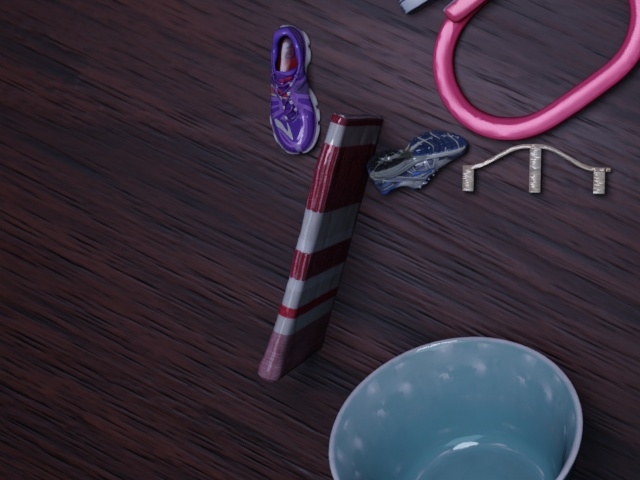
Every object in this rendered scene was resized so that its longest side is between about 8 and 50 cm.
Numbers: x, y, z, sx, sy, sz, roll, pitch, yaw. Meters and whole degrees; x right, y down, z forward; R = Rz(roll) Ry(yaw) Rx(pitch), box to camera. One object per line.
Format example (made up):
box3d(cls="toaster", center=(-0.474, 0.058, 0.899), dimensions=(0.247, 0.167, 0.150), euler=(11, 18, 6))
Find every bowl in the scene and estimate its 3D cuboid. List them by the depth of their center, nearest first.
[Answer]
box3d(cls="bowl", center=(0.180, 0.284, 1.687), dimensions=(0.311, 0.311, 0.163), euler=(-9, 131, 13))

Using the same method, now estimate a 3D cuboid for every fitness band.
box3d(cls="fitness band", center=(0.276, -0.254, 1.719), dimensions=(0.291, 0.054, 0.209), euler=(-35, 90, 14))

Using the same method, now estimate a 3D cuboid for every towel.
box3d(cls="towel", center=(0.000, 0.000, 1.703), dimensions=(0.037, 0.237, 0.329), euler=(17, 99, 11))

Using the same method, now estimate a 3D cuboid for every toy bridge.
box3d(cls="toy bridge", center=(0.275, -0.092, 1.743), dimensions=(0.188, 0.026, 0.063), euler=(1, 94, 12))

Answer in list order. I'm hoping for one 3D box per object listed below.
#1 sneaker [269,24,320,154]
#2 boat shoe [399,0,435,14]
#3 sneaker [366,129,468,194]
box3d(cls="sneaker", center=(-0.044, -0.196, 1.781), dimensions=(0.068, 0.071, 0.170), euler=(-7, 94, 13))
box3d(cls="boat shoe", center=(0.167, -0.364, 1.722), dimensions=(0.183, 0.065, 0.083), euler=(-27, 90, 14))
box3d(cls="sneaker", center=(0.127, -0.099, 1.767), dimensions=(0.135, 0.052, 0.058), euler=(-18, 130, -3))
